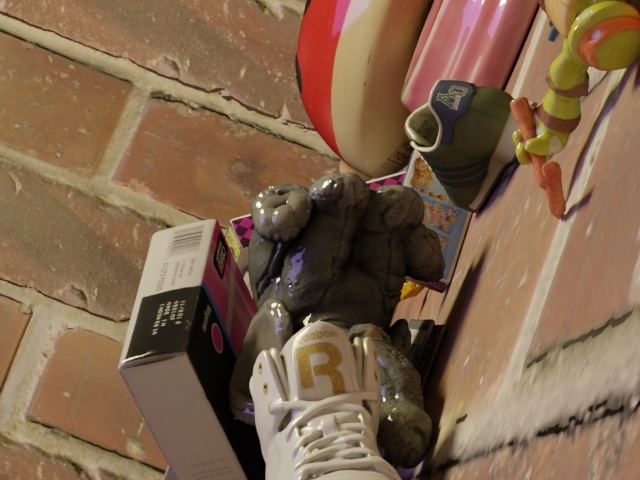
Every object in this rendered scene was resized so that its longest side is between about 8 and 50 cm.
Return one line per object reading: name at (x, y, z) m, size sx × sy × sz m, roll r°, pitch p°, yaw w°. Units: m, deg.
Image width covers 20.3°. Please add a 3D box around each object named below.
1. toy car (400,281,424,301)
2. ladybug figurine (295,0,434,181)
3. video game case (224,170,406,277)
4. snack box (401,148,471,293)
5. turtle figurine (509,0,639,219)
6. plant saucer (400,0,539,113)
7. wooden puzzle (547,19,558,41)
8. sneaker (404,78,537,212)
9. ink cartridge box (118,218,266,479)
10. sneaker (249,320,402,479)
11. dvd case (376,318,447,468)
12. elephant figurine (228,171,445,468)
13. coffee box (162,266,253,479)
toy car at (0.092, -0.007, 1.634) m, size 0.040 × 0.060 × 0.122 m, roll -12°, pitch -43°, yaw -53°
ladybug figurine at (0.093, -0.286, 2.033) m, size 0.449 × 0.162 × 0.305 m, roll -69°, pitch -22°, yaw 2°
video game case at (0.000, 0.000, 1.985) m, size 0.210 × 0.232 × 0.041 m, roll 116°, pitch 135°, yaw -67°
snack box at (0.101, -0.042, 1.529) m, size 0.022 × 0.064 × 0.178 m, roll 117°, pitch 174°, yaw -58°
turtle figurine at (0.145, -0.166, 1.006) m, size 0.217 × 0.087 × 0.269 m, roll -105°, pitch 12°, yaw -48°
plant saucer at (0.161, -0.241, 1.786) m, size 0.332 × 0.084 × 0.332 m, roll -160°, pitch 90°, yaw -88°
wooden puzzle at (0.199, -0.216, 1.420) m, size 0.116 × 0.014 × 0.078 m, roll -71°, pitch 3°, yaw -48°
sneaker at (0.108, -0.081, 1.411) m, size 0.192 × 0.086 × 0.064 m, roll 115°, pitch 175°, yaw -74°
ink cartridge box at (-0.058, 0.180, 1.459) m, size 0.175 × 0.069 × 0.371 m, roll -83°, pitch -23°, yaw -54°
sneaker at (-0.002, 0.129, 1.089) m, size 0.292 × 0.108 × 0.169 m, roll 115°, pitch 148°, yaw -77°
dvd case at (0.048, 0.169, 1.446) m, size 0.164 × 0.018 × 0.221 m, roll 140°, pitch 151°, yaw -87°
elephant figurine at (0.008, 0.083, 1.327) m, size 0.186 × 0.169 × 0.239 m, roll 64°, pitch -156°, yaw -62°
coffee box at (-0.049, 0.185, 1.840) m, size 0.297 × 0.168 × 0.119 m, roll -70°, pitch 2°, yaw -49°
